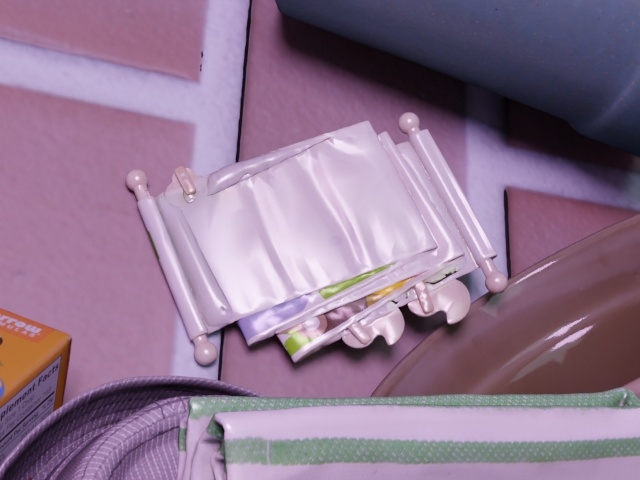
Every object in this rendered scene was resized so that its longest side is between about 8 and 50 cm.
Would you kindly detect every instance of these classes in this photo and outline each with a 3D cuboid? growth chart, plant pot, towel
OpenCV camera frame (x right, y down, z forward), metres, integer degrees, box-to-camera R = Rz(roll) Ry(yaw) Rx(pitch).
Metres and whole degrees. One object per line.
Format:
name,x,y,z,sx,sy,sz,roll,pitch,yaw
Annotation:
growth chart,0.000,0.000,0.765,0.237,0.021,0.172,-15,73,-11
plant pot,0.227,0.154,0.663,0.323,0.323,0.280,-33,96,-29
towel,0.036,0.221,0.452,0.248,0.038,0.325,3,98,-31
plant pot,0.156,-0.247,0.809,0.334,0.341,0.341,14,62,-3

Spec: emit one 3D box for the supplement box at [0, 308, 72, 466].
supplement box,-0.218,0.113,0.559,0.078,0.080,0.233,19,23,10

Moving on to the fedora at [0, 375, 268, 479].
fedora,-0.049,0.185,0.523,0.243,0.124,0.275,-6,69,-22
